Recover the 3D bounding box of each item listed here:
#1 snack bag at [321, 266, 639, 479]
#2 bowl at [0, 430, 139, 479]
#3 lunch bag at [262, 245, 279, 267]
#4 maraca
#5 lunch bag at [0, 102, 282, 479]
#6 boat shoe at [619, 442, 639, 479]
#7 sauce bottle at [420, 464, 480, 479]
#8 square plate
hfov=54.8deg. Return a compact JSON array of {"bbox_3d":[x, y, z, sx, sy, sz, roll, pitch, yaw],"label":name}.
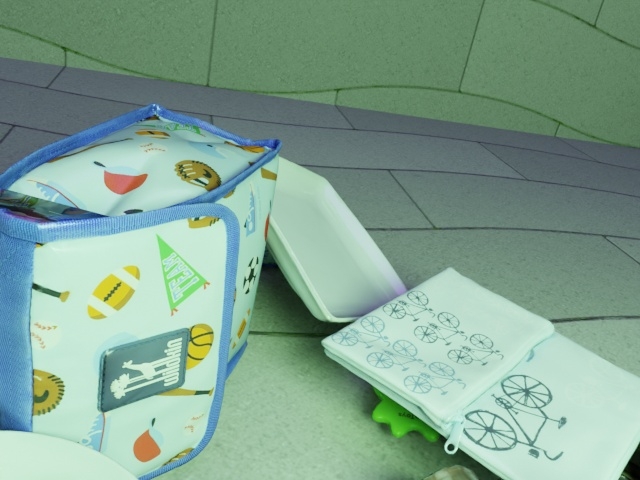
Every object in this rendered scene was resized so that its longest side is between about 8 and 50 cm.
[{"bbox_3d":[0.224,0.159,0.752,0.343,0.037,0.323,32,32,31],"label":"snack bag"},{"bbox_3d":[-0.248,0.277,0.407,0.298,0.134,0.298,9,25,-5],"label":"bowl"},{"bbox_3d":[-0.127,-0.026,1.116,0.151,0.128,0.096,9,25,-10],"label":"lunch bag"},{"bbox_3d":[0.126,0.187,0.811,0.127,0.099,0.185,2,32,9],"label":"maraca"},{"bbox_3d":[-0.197,0.058,0.675,0.239,0.327,0.385,15,23,9],"label":"lunch bag"},{"bbox_3d":[0.419,0.276,0.755,0.092,0.102,0.285,-20,35,-41],"label":"boat shoe"},{"bbox_3d":[0.190,0.339,0.495,0.111,0.111,0.344,-4,27,-30],"label":"sauce bottle"},{"bbox_3d":[0.000,0.000,0.974,0.344,0.049,0.347,56,20,24],"label":"square plate"}]
